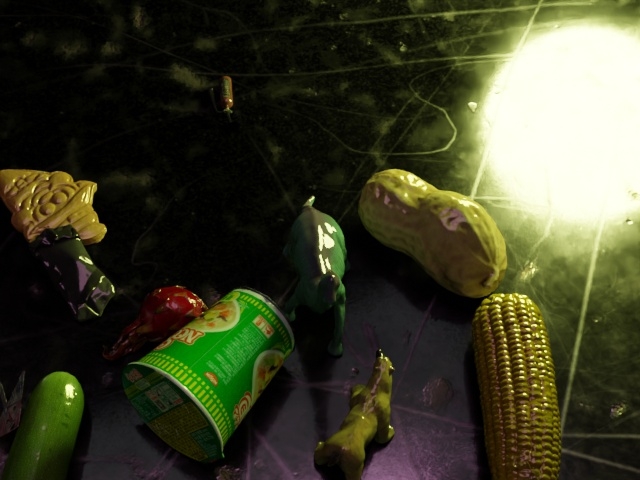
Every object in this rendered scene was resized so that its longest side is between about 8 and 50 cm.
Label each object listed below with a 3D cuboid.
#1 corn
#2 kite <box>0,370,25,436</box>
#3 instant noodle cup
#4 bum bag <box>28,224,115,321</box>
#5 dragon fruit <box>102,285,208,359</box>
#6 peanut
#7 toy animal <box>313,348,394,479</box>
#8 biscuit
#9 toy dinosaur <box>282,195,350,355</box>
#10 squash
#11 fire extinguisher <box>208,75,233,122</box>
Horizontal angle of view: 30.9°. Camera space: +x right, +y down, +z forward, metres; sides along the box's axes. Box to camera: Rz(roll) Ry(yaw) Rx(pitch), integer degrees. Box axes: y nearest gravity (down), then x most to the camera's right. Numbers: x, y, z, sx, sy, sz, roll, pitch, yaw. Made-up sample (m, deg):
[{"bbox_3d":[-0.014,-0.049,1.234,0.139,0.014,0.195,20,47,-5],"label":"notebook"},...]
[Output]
[{"bbox_3d":[0.313,0.248,1.841,0.131,0.131,0.345,-1,59,-2],"label":"corn"},{"bbox_3d":[-0.503,0.266,1.848,0.152,0.005,0.137,30,93,57],"label":"kite"},{"bbox_3d":[-0.162,0.202,1.839,0.207,0.207,0.232,32,53,18],"label":"instant noodle cup"},{"bbox_3d":[-0.428,0.050,2.000,0.087,0.049,0.198,-32,69,-14],"label":"bum bag"},{"bbox_3d":[-0.282,0.134,1.931,0.190,0.094,0.094,-24,60,-2],"label":"dragon fruit"},{"bbox_3d":[0.199,-0.027,2.001,0.291,0.159,0.143,36,38,20],"label":"peanut"},{"bbox_3d":[0.065,0.285,1.826,0.103,0.101,0.219,25,60,16],"label":"toy animal"},{"bbox_3d":[-0.493,-0.066,2.092,0.250,0.035,0.162,26,56,17],"label":"biscuit"},{"bbox_3d":[0.000,0.000,1.874,0.129,0.331,0.384,-1,59,-4],"label":"toy dinosaur"},{"bbox_3d":[-0.437,0.368,1.768,0.101,0.101,0.379,7,59,3],"label":"squash"},{"bbox_3d":[-0.192,-0.274,2.227,0.046,0.032,0.100,3,50,-12],"label":"fire extinguisher"}]
